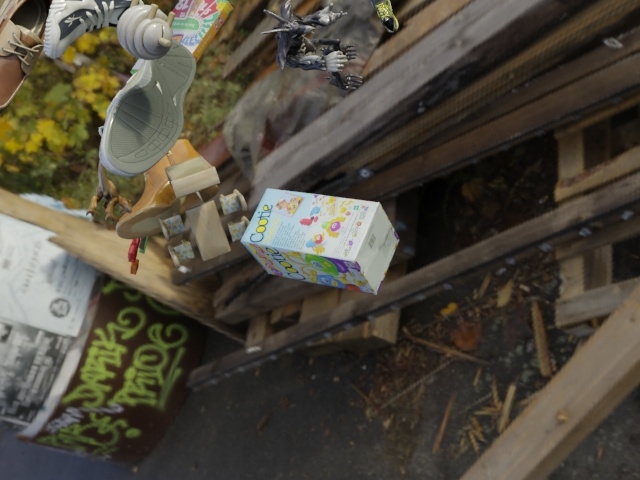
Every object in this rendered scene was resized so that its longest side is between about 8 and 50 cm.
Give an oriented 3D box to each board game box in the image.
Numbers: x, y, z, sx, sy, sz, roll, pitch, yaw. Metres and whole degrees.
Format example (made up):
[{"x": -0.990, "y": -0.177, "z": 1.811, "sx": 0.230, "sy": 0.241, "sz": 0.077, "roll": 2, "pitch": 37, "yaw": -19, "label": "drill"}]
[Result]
[{"x": 0.000, "y": 0.000, "z": 1.605, "sx": 0.275, "sy": 0.142, "sz": 0.144, "roll": 10, "pitch": 63, "yaw": 31, "label": "board game box"}, {"x": -0.310, "y": -0.428, "z": 1.672, "sx": 0.124, "sy": 0.039, "sz": 0.259, "roll": 28, "pitch": 84, "yaw": 28, "label": "board game box"}]

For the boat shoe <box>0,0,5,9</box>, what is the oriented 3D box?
[{"x": -0.813, "y": -0.607, "z": 1.931, "sx": 0.092, "sy": 0.103, "sz": 0.285, "roll": -23, "pitch": 15, "yaw": 21, "label": "boat shoe"}]

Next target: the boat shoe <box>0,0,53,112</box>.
[{"x": -0.668, "y": -0.426, "z": 1.664, "sx": 0.116, "sy": 0.123, "sz": 0.324, "roll": -10, "pitch": 61, "yaw": 40, "label": "boat shoe"}]

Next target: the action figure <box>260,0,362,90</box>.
[{"x": -0.004, "y": -0.421, "z": 1.626, "sx": 0.141, "sy": 0.276, "sz": 0.164, "roll": -6, "pitch": 79, "yaw": 31, "label": "action figure"}]

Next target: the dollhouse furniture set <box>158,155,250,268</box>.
[{"x": -0.284, "y": -0.065, "z": 1.858, "sx": 0.161, "sy": 0.212, "sz": 0.242, "roll": -139, "pitch": 30, "yaw": -66, "label": "dollhouse furniture set"}]

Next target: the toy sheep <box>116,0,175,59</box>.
[{"x": -0.268, "y": -0.322, "z": 1.180, "sx": 0.132, "sy": 0.091, "sz": 0.091, "roll": 35, "pitch": 100, "yaw": 45, "label": "toy sheep"}]

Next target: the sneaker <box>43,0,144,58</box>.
[{"x": -0.390, "y": -0.405, "z": 1.366, "sx": 0.094, "sy": 0.153, "sz": 0.235, "roll": 133, "pitch": 154, "yaw": -56, "label": "sneaker"}]

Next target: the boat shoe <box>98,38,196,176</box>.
[{"x": -0.305, "y": -0.222, "z": 1.325, "sx": 0.103, "sy": 0.118, "sz": 0.320, "roll": -36, "pitch": 34, "yaw": 42, "label": "boat shoe"}]

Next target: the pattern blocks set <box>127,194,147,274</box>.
[{"x": -0.512, "y": -0.045, "z": 2.198, "sx": 0.325, "sy": 0.026, "sz": 0.285, "roll": 132, "pitch": 149, "yaw": -75, "label": "pattern blocks set"}]

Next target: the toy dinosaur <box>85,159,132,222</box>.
[{"x": -0.442, "y": -0.104, "z": 1.570, "sx": 0.211, "sy": 0.064, "sz": 0.112, "roll": 89, "pitch": -175, "yaw": -62, "label": "toy dinosaur"}]

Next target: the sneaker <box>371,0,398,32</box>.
[{"x": 0.119, "y": -0.417, "z": 1.400, "sx": 0.031, "sy": 0.083, "sz": 0.035, "roll": -28, "pitch": 22, "yaw": 18, "label": "sneaker"}]

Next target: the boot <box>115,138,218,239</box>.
[{"x": -0.429, "y": -0.140, "z": 1.986, "sx": 0.211, "sy": 0.295, "sz": 0.104, "roll": 50, "pitch": 159, "yaw": 31, "label": "boot"}]
